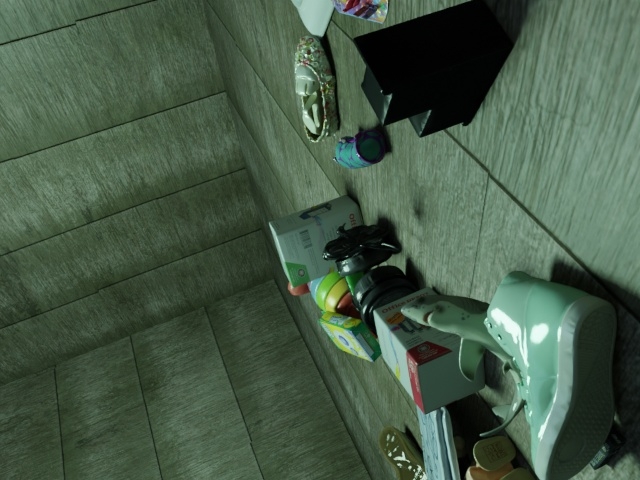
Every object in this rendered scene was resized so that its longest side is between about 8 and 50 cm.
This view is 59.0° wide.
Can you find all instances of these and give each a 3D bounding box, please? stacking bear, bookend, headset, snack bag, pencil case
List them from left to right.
[{"bbox_3d":[0.072,0.151,1.483,0.289,0.175,0.164,45,124,42],"label":"stacking bear"},{"bbox_3d":[0.074,-0.176,1.093,0.070,0.064,0.152,46,173,-13],"label":"pencil case"},{"bbox_3d":[0.085,0.076,1.189,0.394,0.185,0.243,93,153,-63],"label":"headset"},{"bbox_3d":[0.115,-0.181,0.663,0.157,0.156,0.072,98,149,-69],"label":"bookend"},{"bbox_3d":[0.246,0.456,1.177,0.323,0.037,0.342,-77,-21,-86],"label":"snack bag"}]

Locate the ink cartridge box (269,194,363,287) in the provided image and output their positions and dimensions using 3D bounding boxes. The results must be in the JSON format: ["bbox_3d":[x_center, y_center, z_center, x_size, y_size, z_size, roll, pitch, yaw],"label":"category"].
[{"bbox_3d":[0.000,0.000,1.387,0.093,0.212,0.154,-126,17,-62],"label":"ink cartridge box"}]

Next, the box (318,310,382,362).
[{"bbox_3d":[0.064,0.226,1.362,0.105,0.043,0.179,54,160,-19],"label":"box"}]

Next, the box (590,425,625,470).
[{"bbox_3d":[0.342,0.243,0.714,0.083,0.018,0.067,82,163,-49],"label":"box"}]

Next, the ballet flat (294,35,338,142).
[{"bbox_3d":[-0.012,-0.307,1.200,0.091,0.077,0.241,20,144,33],"label":"ballet flat"}]

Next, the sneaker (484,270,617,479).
[{"bbox_3d":[0.267,0.159,0.688,0.151,0.094,0.255,-143,47,-60],"label":"sneaker"}]

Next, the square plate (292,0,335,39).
[{"bbox_3d":[-0.048,-0.575,0.986,0.347,0.049,0.344,147,101,-78],"label":"square plate"}]

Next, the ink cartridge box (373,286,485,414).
[{"bbox_3d":[0.195,0.195,1.034,0.176,0.128,0.127,-130,22,-57],"label":"ink cartridge box"}]

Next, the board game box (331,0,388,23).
[{"bbox_3d":[0.033,-0.392,0.857,0.169,0.033,0.133,37,159,43],"label":"board game box"}]

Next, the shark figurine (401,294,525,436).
[{"bbox_3d":[0.258,0.152,0.832,0.278,0.166,0.116,55,-160,-19],"label":"shark figurine"}]

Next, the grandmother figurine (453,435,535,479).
[{"bbox_3d":[0.312,0.486,1.105,0.342,0.104,0.207,88,167,-52],"label":"grandmother figurine"}]

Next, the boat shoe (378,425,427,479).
[{"bbox_3d":[0.276,0.674,1.639,0.098,0.109,0.302,27,-161,-38],"label":"boat shoe"}]
